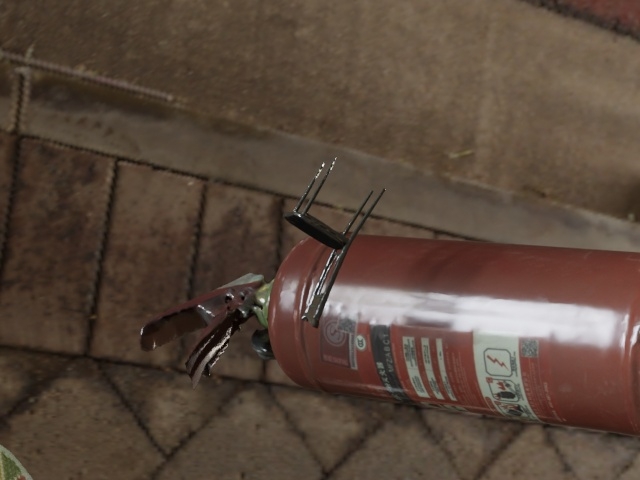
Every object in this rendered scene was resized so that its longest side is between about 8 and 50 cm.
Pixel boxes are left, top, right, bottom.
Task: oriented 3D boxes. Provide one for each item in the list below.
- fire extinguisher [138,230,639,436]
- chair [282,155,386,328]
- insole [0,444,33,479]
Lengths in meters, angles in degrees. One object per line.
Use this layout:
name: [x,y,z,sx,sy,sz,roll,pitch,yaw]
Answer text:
fire extinguisher: [0.048,0.057,0.810,0.147,0.337,0.106,-37,123,-51]
chair: [-0.002,0.000,0.726,0.042,0.037,0.086,27,81,-10]
insole: [-0.100,0.142,0.452,0.065,0.006,0.193,37,22,-42]
